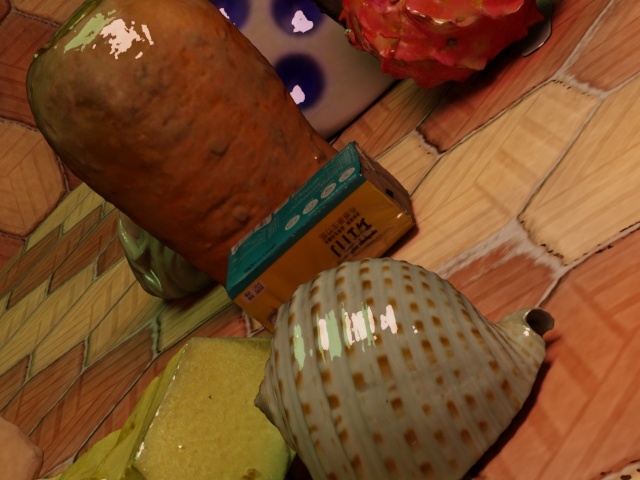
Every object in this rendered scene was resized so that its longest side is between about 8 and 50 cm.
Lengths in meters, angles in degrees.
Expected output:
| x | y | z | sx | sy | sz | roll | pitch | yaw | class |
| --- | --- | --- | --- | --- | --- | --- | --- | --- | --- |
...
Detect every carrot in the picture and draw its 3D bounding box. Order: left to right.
| x | y | z | sx | sy | sz | roll | pitch | yaw | class |
| --- | --- | --- | --- | --- | --- | --- | --- | --- | --- |
| -0.127 | -0.102 | 1.487 | 0.224 | 0.340 | 0.224 | -39 | 20 | 17 | carrot |

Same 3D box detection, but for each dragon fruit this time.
| x | y | z | sx | sy | sz | roll | pitch | yaw | class |
| --- | --- | --- | --- | --- | --- | --- | --- | --- | --- |
| 0.116 | -0.255 | 1.525 | 0.268 | 0.210 | 0.205 | -23 | 56 | 54 | dragon fruit |

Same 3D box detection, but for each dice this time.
| x | y | z | sx | sy | sz | roll | pitch | yaw | class |
| --- | --- | --- | --- | --- | --- | --- | --- | --- | --- |
| -0.028 | -0.319 | 1.871 | 0.304 | 0.304 | 0.277 | -41 | 16 | 13 | dice |

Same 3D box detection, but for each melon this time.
| x | y | z | sx | sy | sz | roll | pitch | yaw | class |
| --- | --- | --- | --- | --- | --- | --- | --- | --- | --- |
| -0.140 | 0.195 | 1.128 | 0.323 | 0.124 | 0.196 | -38 | 14 | 45 | melon |

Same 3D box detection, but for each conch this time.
| x | y | z | sx | sy | sz | roll | pitch | yaw | class |
| --- | --- | --- | --- | --- | --- | --- | --- | --- | --- |
| 0.038 | 0.077 | 0.948 | 0.200 | 0.131 | 0.172 | -38 | 15 | 27 | conch |

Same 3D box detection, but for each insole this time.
| x | y | z | sx | sy | sz | roll | pitch | yaw | class |
| --- | --- | --- | --- | --- | --- | --- | --- | --- | --- |
| 0.221 | -0.221 | 1.526 | 0.053 | 0.002 | 0.152 | -38 | 16 | 23 | insole |

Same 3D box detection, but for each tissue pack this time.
| x | y | z | sx | sy | sz | roll | pitch | yaw | class |
| --- | --- | --- | --- | --- | --- | --- | --- | --- | --- |
| 0.000 | 0.000 | 1.355 | 0.169 | 0.082 | 0.120 | -41 | 16 | 11 | tissue pack |

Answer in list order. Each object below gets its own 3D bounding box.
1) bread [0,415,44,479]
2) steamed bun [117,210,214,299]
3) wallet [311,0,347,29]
| x | y | z | sx | sy | sz | roll | pitch | yaw | class |
| --- | --- | --- | --- | --- | --- | --- | --- | --- | --- |
| -0.545 | 0.325 | 1.567 | 0.371 | 0.279 | 0.390 | -25 | 22 | 48 | bread |
| -0.159 | -0.038 | 1.768 | 0.211 | 0.144 | 0.218 | -46 | 15 | -6 | steamed bun |
| 0.073 | -0.277 | 1.652 | 0.122 | 0.232 | 0.031 | -39 | 40 | 22 | wallet |
